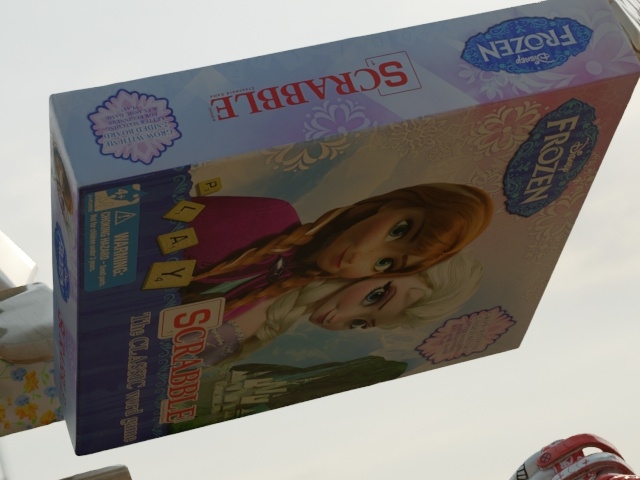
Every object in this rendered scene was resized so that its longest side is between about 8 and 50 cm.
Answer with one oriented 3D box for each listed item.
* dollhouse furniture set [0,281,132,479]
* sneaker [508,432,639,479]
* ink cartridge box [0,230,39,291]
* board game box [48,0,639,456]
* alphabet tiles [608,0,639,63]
[{"bbox_3d":[-0.292,0.264,1.161,0.394,0.362,0.256,-13,16,-22],"label":"dollhouse furniture set"},{"bbox_3d":[0.210,0.187,1.245,0.090,0.145,0.270,18,-40,-23],"label":"sneaker"},{"bbox_3d":[-0.361,0.056,1.355,0.237,0.172,0.100,-43,12,8],"label":"ink cartridge box"},{"bbox_3d":[0.000,0.000,1.060,0.318,0.066,0.319,-13,-29,-15],"label":"board game box"},{"bbox_3d":[0.311,-0.131,1.495,0.021,0.278,0.284,-42,-48,16],"label":"alphabet tiles"}]
